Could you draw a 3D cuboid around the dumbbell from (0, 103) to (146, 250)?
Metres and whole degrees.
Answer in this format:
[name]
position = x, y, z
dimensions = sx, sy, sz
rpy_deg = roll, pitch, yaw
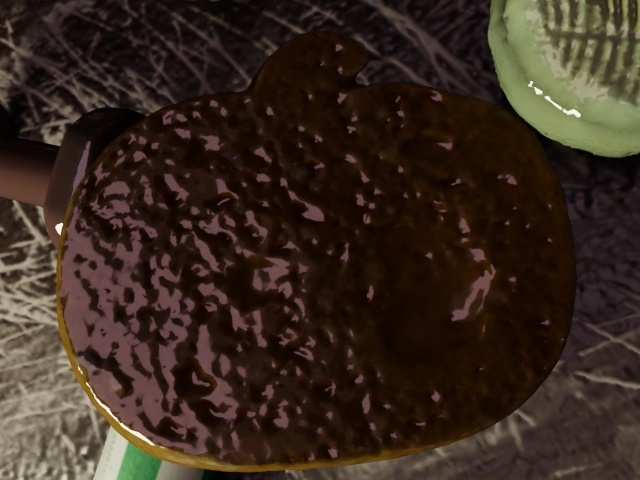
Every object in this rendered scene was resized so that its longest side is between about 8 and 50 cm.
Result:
[dumbbell]
position = -0.256, -0.060, 0.561
dimensions = 0.225, 0.124, 0.140
rpy_deg = 14, 87, 17

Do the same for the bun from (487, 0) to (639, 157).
[bun]
position = 0.209, -0.155, 0.451
dimensions = 0.195, 0.118, 0.195
rpy_deg = 0, 88, 11

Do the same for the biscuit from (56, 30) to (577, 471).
[biscuit]
position = 0.000, 0.000, 0.469
dimensions = 0.367, 0.063, 0.314
rpy_deg = -5, 77, -7

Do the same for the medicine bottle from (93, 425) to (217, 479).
[medicine bottle]
position = -0.118, 0.144, 0.515
dimensions = 0.095, 0.095, 0.260
rpy_deg = 18, 90, 16
